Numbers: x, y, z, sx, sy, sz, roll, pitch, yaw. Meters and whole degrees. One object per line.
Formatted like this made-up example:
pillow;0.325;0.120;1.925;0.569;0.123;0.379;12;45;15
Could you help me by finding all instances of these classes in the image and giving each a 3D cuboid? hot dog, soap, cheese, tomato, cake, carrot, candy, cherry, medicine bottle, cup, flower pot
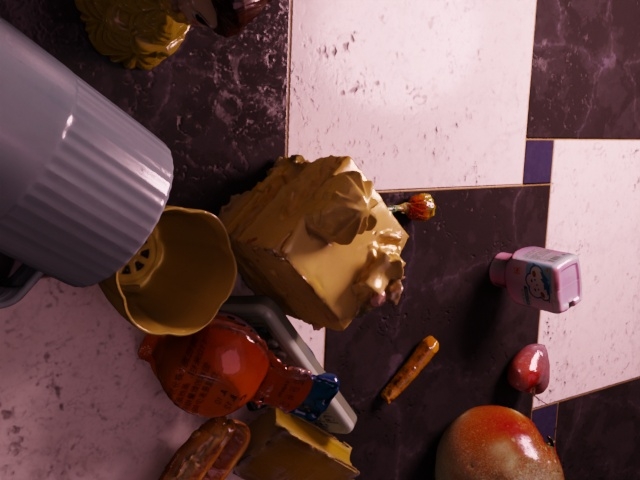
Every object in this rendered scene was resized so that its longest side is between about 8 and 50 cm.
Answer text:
hot dog;-0.223;0.405;1.403;0.269;0.072;0.115;-51;150;-6
soap;-0.049;0.396;1.521;0.135;0.076;0.233;-39;127;16
cheese;-0.134;0.217;1.372;0.329;0.129;0.217;19;128;-13
tomato;0.376;0.519;1.810;0.239;0.303;0.303;-17;110;-18
cake;0.000;0.000;1.382;0.222;0.286;0.227;-52;125;-18
carrot;0.184;0.268;1.741;0.170;0.042;0.042;-45;123;-19
candy;0.142;-0.061;1.641;0.201;0.060;0.060;-4;101;-31
cherry;0.488;0.307;1.957;0.106;0.087;0.126;51;49;-26
medicine bottle;0.465;0.080;1.827;0.094;0.188;0.119;-23;112;-33
cup;-0.394;-0.078;1.078;0.311;0.257;0.331;36;75;-38
flower pot;-0.250;0.032;1.260;0.195;0.179;0.195;-9;105;-35

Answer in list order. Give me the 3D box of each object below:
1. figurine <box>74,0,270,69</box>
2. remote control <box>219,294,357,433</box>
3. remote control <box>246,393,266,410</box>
figurine;-0.194;-0.331;1.146;0.168;0.315;0.187;-7;102;-38
remote control;-0.052;0.220;1.489;0.335;0.128;0.065;58;49;-31
remote control;-0.124;0.265;1.501;0.039;0.014;0.096;-19;115;-1
